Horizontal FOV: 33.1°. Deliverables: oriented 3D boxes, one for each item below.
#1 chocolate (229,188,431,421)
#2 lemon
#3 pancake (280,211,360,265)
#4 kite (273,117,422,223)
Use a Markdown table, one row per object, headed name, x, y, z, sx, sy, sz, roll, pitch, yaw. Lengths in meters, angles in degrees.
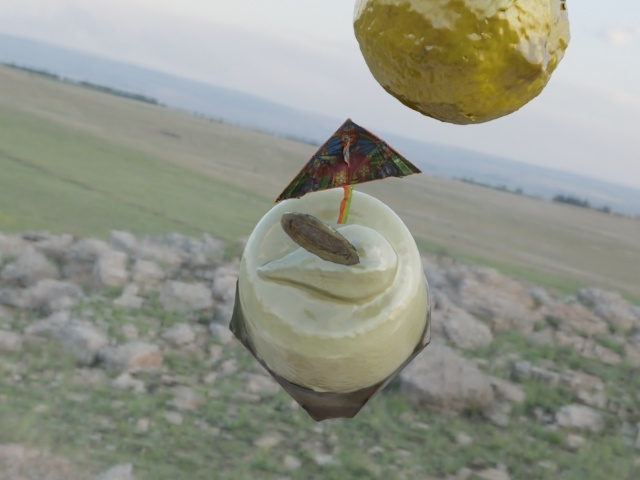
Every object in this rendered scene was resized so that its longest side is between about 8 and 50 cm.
| name | x | y | z | sx | sy | sz | roll | pitch | yaw |
| --- | --- | --- | --- | --- | --- | --- | --- | --- | --- |
| chocolate | 0.003 | 0.078 | 1.686 | 0.314 | 0.326 | 0.297 | 47 | 0 | 19 |
| lemon | 0.134 | -0.211 | 1.041 | 0.192 | 0.192 | 0.231 | 8 | 19 | -43 |
| pancake | 0.001 | -0.001 | 1.293 | 0.115 | 0.011 | 0.115 | 26 | -18 | 9 |
| kite | 0.033 | -0.080 | 1.291 | 0.190 | 0.159 | 0.010 | -12 | 45 | -10 |
